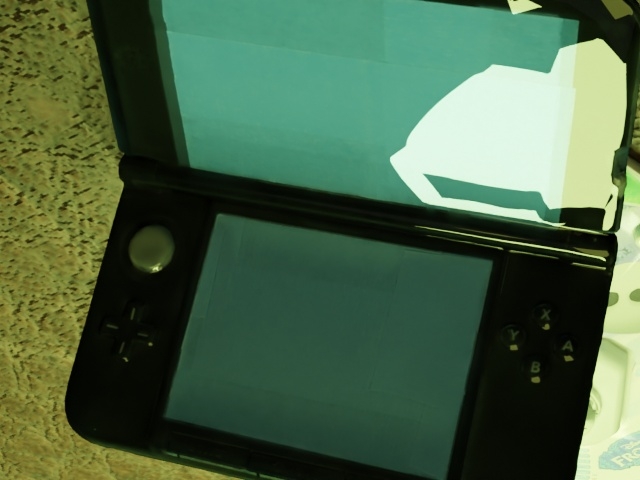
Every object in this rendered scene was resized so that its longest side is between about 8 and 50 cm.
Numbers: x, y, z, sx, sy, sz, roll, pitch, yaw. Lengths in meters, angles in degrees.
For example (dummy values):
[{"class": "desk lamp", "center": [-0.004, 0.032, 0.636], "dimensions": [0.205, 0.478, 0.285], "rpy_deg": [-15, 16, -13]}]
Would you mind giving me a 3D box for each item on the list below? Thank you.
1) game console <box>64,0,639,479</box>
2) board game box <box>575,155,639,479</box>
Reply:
[{"class": "game console", "center": [0.000, 0.000, 0.665], "dimensions": [0.293, 0.250, 0.173], "rpy_deg": [10, 167, 16]}, {"class": "board game box", "center": [0.156, 0.120, 0.910], "dimensions": [0.390, 0.050, 0.390], "rpy_deg": [30, 133, -26]}]
